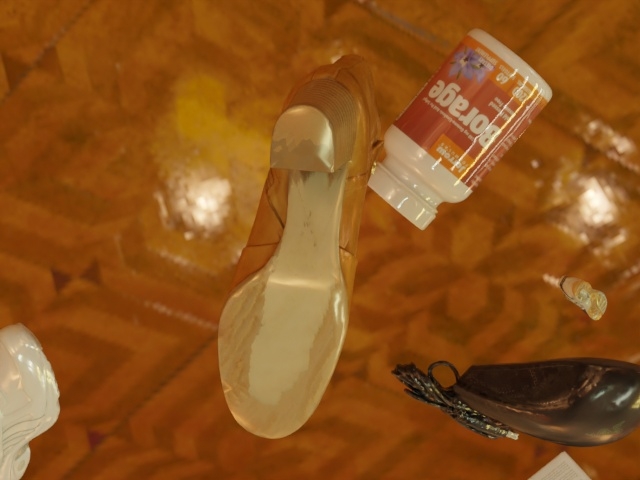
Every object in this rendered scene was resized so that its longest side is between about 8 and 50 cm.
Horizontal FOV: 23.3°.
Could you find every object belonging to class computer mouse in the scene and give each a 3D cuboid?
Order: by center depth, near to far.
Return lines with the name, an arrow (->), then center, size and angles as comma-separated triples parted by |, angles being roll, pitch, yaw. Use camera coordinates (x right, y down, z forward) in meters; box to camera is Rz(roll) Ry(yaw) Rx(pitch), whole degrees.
computer mouse -> 0.219, 0.171, 1.560 | 0.272, 0.072, 0.188 | -10, 152, 44

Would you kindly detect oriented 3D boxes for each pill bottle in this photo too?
pill bottle -> 0.151, -0.122, 1.758 | 0.216, 0.121, 0.121 | -51, 136, 4

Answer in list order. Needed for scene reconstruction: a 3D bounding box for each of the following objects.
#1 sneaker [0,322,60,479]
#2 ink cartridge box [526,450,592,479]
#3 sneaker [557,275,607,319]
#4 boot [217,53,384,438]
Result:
sneaker -> -0.326, 0.173, 1.490 | 0.115, 0.090, 0.232 | -16, 145, -38
ink cartridge box -> 0.301, 0.373, 1.866 | 0.140, 0.190, 0.082 | -34, 159, -21
sneaker -> 0.310, 0.064, 1.844 | 0.032, 0.037, 0.083 | -55, 135, -10
boot -> -0.001, -0.001, 1.298 | 0.104, 0.211, 0.295 | 12, 106, 11
